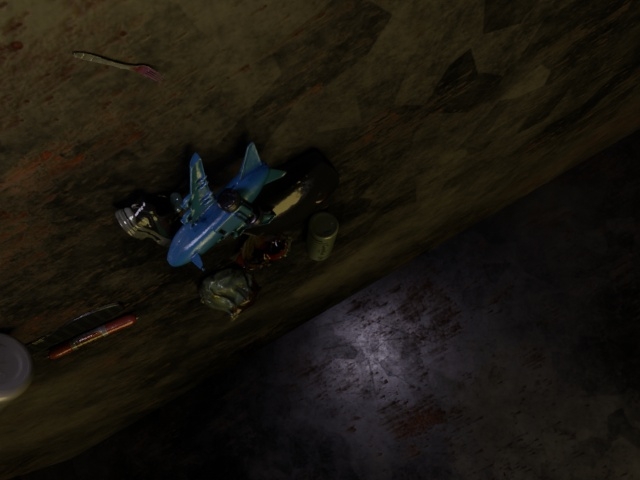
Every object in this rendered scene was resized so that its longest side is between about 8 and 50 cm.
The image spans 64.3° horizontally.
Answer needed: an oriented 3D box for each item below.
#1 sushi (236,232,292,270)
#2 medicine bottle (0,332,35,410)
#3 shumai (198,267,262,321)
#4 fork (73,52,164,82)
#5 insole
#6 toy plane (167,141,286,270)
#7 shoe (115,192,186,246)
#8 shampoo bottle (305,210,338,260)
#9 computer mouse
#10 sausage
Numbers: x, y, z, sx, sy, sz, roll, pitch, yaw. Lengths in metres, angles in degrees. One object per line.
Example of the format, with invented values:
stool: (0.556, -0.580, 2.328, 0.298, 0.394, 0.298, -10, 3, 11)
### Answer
sushi: (-0.146, 0.015, 1.319, 0.103, 0.097, 0.226, -5, 167, -43)
medicine bottle: (-0.765, 0.330, 1.108, 0.289, 0.157, 0.157, -37, 162, 25)
shumai: (-0.261, 0.170, 1.507, 0.184, 0.141, 0.184, -27, 161, -10)
fork: (-0.242, -0.212, 0.617, 0.115, 0.012, 0.016, -1, 144, -50)
insole: (-0.642, 0.232, 1.282, 0.310, 0.012, 0.110, -26, 165, -13)
toy plane: (-0.181, -0.050, 0.937, 0.271, 0.105, 0.254, -53, 148, 0)
shoe: (-0.287, -0.049, 0.939, 0.099, 0.071, 0.169, -40, 161, 14)
shampoo bottle: (0.000, 0.000, 1.534, 0.085, 0.085, 0.262, -26, 164, -13)
computer mouse: (-0.079, -0.083, 1.122, 0.269, 0.100, 0.170, -29, 166, 0)
sausage: (-0.612, 0.257, 1.368, 0.253, 0.034, 0.034, -24, 163, -15)
